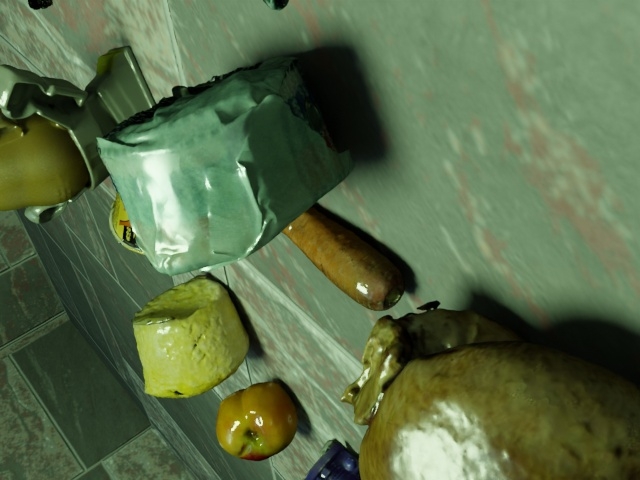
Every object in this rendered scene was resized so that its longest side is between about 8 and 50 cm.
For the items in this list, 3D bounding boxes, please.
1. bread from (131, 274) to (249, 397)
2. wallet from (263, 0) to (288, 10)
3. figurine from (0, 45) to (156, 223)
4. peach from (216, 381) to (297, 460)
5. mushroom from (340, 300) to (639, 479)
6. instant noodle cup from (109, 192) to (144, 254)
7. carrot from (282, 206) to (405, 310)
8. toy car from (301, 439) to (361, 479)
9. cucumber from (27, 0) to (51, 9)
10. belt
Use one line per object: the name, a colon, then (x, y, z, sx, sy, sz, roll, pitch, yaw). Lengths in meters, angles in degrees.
bread: (-0.222, 0.169, 1.237, 0.197, 0.197, 0.170, 16, 128, 55)
wallet: (-0.090, -0.362, 0.514, 0.342, 0.075, 0.237, 50, 148, 20)
figurine: (-0.381, -0.140, 1.051, 0.167, 0.285, 0.342, 38, 151, 32)
peach: (-0.107, 0.307, 1.248, 0.138, 0.138, 0.138, 42, 151, 30)
mushroom: (0.135, 0.176, 0.584, 0.283, 0.195, 0.263, 41, 156, 32)
instant noodle cup: (-0.214, -0.068, 1.014, 0.151, 0.151, 0.122, 44, 140, 27)
carrot: (0.000, 0.000, 0.793, 0.248, 0.059, 0.059, 37, 149, 42)
toy car: (0.031, 0.441, 1.143, 0.158, 0.172, 0.235, 21, 137, 28)
cucumber: (-0.444, -0.422, 1.129, 0.043, 0.039, 0.163, 31, 153, 6)
belt: (-0.091, -0.078, 0.685, 0.150, 0.207, 0.257, 66, 171, -18)
